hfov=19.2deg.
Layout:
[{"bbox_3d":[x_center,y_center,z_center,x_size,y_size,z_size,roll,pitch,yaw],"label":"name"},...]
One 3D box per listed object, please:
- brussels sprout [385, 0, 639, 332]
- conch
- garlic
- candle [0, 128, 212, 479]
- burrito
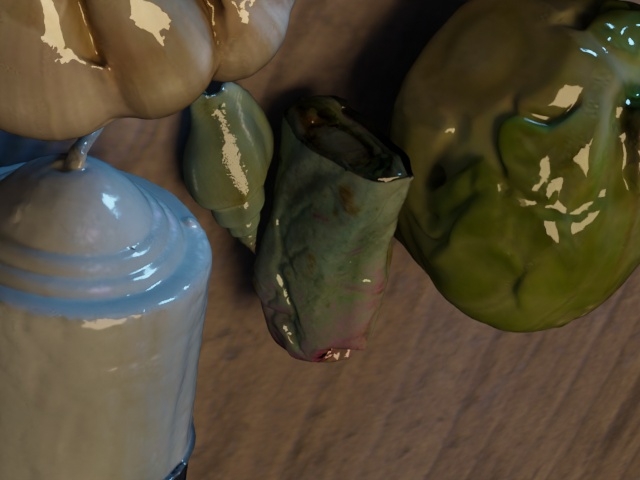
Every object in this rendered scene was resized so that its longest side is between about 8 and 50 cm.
[{"bbox_3d":[0.186,-0.069,1.625,0.328,0.247,0.328,-39,141,-41],"label":"brussels sprout"},{"bbox_3d":[-0.066,-0.061,1.523,0.088,0.065,0.180,-30,133,-21],"label":"conch"},{"bbox_3d":[-0.147,-0.156,1.212,0.203,0.281,0.185,88,9,-77],"label":"garlic"},{"bbox_3d":[-0.194,0.072,1.392,0.221,0.221,0.343,-17,130,-34],"label":"candle"},{"bbox_3d":[0.000,0.000,1.575,0.089,0.144,0.229,-17,133,-35],"label":"burrito"}]
